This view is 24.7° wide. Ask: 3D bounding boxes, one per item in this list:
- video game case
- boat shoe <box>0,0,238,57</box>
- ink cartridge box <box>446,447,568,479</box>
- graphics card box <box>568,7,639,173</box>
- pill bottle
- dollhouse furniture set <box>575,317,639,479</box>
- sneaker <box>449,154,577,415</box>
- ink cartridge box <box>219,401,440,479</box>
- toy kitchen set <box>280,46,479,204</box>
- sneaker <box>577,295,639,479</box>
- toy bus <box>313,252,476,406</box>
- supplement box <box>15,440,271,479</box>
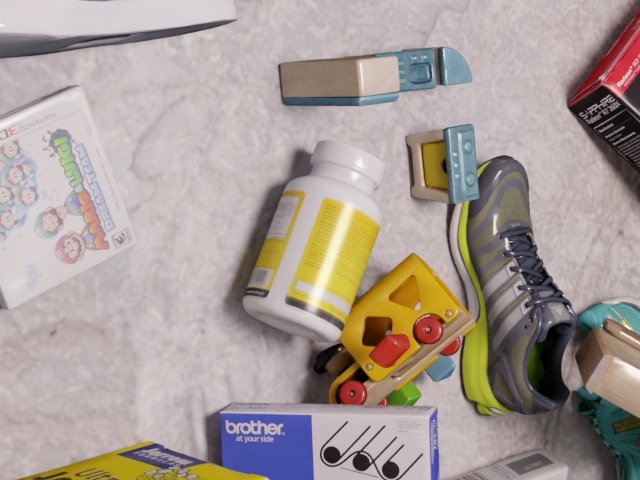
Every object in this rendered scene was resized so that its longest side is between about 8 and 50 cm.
[{"bbox_3d":[-0.245,-0.039,1.287,0.143,0.019,0.157,-30,112,-34],"label":"video game case"},{"bbox_3d":[-0.218,-0.241,1.217,0.367,0.136,0.156,-15,96,-45],"label":"boat shoe"},{"bbox_3d":[0.185,0.367,1.666,0.189,0.066,0.232,-12,122,-38],"label":"ink cartridge box"},{"bbox_3d":[0.502,-0.130,1.757,0.371,0.094,0.233,41,65,-5],"label":"graphics card box"},{"bbox_3d":[0.000,0.000,1.436,0.103,0.103,0.184,30,75,-37],"label":"pill bottle"},{"bbox_3d":[0.286,0.290,1.605,0.174,0.303,0.355,30,103,-1],"label":"dollhouse furniture set"},{"bbox_3d":[0.225,0.054,1.613,0.111,0.121,0.299,-16,103,-38],"label":"sneaker"},{"bbox_3d":[0.009,0.209,1.404,0.046,0.207,0.097,-25,114,-73],"label":"ink cartridge box"},{"bbox_3d":[0.082,-0.109,1.483,0.207,0.122,0.166,-12,101,-38],"label":"toy kitchen set"},{"bbox_3d":[0.360,0.205,1.771,0.110,0.107,0.275,-6,93,-19],"label":"sneaker"},{"bbox_3d":[0.057,0.104,1.490,0.202,0.191,0.104,-22,64,-37],"label":"toy bus"},{"bbox_3d":[-0.156,0.383,1.281,0.195,0.194,0.356,-12,101,-38],"label":"supplement box"}]
